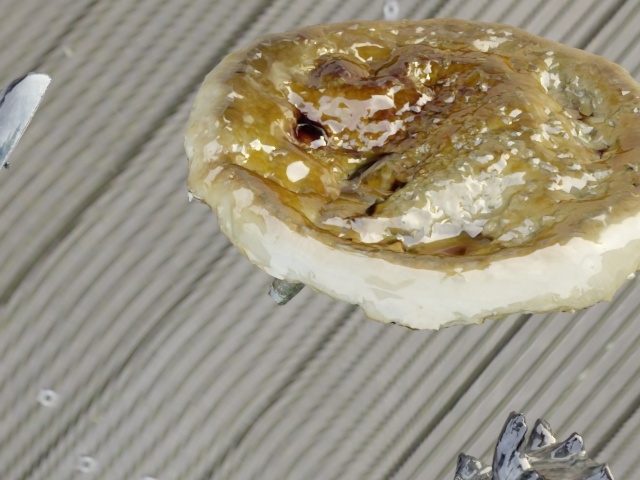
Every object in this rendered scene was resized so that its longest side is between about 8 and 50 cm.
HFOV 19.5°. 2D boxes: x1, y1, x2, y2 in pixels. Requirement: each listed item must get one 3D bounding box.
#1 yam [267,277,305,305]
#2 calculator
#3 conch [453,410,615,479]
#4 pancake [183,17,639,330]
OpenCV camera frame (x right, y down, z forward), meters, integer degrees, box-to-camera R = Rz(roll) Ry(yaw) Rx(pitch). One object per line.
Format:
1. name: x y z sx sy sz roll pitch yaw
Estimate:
1. yam: 0.000 0.000 1.362 0.033 0.027 0.129 47 128 5
2. calculator: -0.339 -0.038 1.744 0.040 0.177 0.268 29 75 -18
3. conch: 0.165 0.290 1.438 0.241 0.186 0.313 -6 76 38
4. pancake: 0.077 -0.058 1.214 0.356 0.356 0.065 0 126 0
